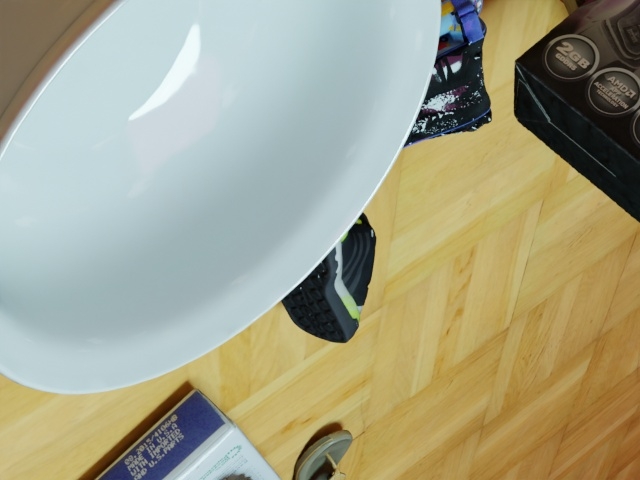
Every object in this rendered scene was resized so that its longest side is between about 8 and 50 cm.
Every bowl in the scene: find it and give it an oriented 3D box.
[{"bbox_3d":[-0.088,-0.074,0.670,0.298,0.134,0.298,-35,151,-23],"label":"bowl"}]

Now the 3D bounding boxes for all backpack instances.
[{"bbox_3d":[0.010,-0.123,0.885,0.173,0.158,0.117,-26,139,-14],"label":"backpack"}]

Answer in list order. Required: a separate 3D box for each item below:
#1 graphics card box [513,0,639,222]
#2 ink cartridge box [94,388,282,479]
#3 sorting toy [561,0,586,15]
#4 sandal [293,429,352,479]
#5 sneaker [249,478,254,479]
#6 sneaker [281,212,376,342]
[{"bbox_3d":[0.362,-0.164,1.033,0.371,0.233,0.094,-40,156,-11],"label":"graphics card box"},{"bbox_3d":[-0.181,0.321,1.282,0.324,0.071,0.330,-42,155,-10],"label":"ink cartridge box"},{"bbox_3d":[0.285,-0.292,1.103,0.255,0.089,0.257,-48,153,2],"label":"sorting toy"},{"bbox_3d":[-0.002,0.288,1.506,0.072,0.049,0.180,-11,136,-48],"label":"sandal"},{"bbox_3d":[-0.070,0.338,1.278,0.122,0.110,0.283,-35,152,-18],"label":"sneaker"},{"bbox_3d":[0.000,0.000,1.130,0.097,0.084,0.234,-62,160,-25],"label":"sneaker"}]
